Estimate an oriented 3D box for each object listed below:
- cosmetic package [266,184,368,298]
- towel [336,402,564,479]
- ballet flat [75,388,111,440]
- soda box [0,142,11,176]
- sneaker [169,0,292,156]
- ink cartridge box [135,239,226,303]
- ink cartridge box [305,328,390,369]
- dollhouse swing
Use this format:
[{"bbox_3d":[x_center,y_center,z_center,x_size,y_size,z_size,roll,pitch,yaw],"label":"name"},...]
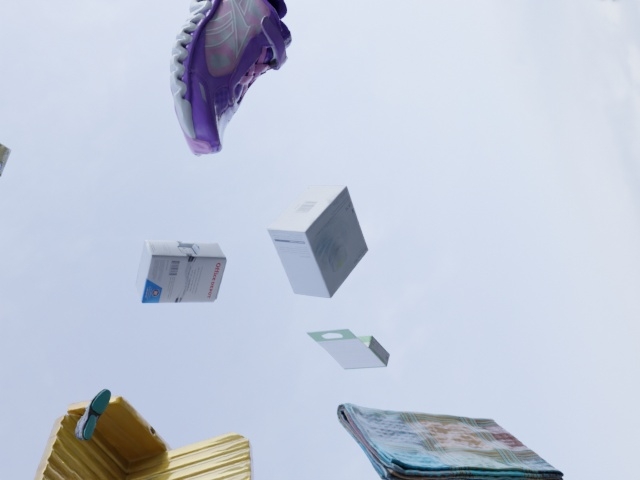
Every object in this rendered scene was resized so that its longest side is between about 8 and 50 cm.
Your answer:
[{"bbox_3d":[0.000,0.000,1.791,0.224,0.138,0.225,-49,-49,-39],"label":"cosmetic package"},{"bbox_3d":[0.240,0.389,1.261,0.369,0.271,0.040,9,-83,-19],"label":"towel"},{"bbox_3d":[-0.466,0.351,1.324,0.041,0.041,0.114,46,-139,-28],"label":"ballet flat"},{"bbox_3d":[-0.678,-0.175,1.211,0.061,0.181,0.058,77,-151,-79],"label":"soda box"},{"bbox_3d":[-0.083,-0.187,0.652,0.095,0.104,0.237,91,-176,-59],"label":"sneaker"},{"bbox_3d":[-0.345,0.078,1.611,0.190,0.140,0.082,2,-150,-32],"label":"ink cartridge box"},{"bbox_3d":[0.088,0.325,2.053,0.235,0.171,0.056,49,-135,-34],"label":"ink cartridge box"},{"bbox_3d":[-0.342,0.464,1.337,0.315,0.304,0.347,57,-174,-24],"label":"dollhouse swing"}]
